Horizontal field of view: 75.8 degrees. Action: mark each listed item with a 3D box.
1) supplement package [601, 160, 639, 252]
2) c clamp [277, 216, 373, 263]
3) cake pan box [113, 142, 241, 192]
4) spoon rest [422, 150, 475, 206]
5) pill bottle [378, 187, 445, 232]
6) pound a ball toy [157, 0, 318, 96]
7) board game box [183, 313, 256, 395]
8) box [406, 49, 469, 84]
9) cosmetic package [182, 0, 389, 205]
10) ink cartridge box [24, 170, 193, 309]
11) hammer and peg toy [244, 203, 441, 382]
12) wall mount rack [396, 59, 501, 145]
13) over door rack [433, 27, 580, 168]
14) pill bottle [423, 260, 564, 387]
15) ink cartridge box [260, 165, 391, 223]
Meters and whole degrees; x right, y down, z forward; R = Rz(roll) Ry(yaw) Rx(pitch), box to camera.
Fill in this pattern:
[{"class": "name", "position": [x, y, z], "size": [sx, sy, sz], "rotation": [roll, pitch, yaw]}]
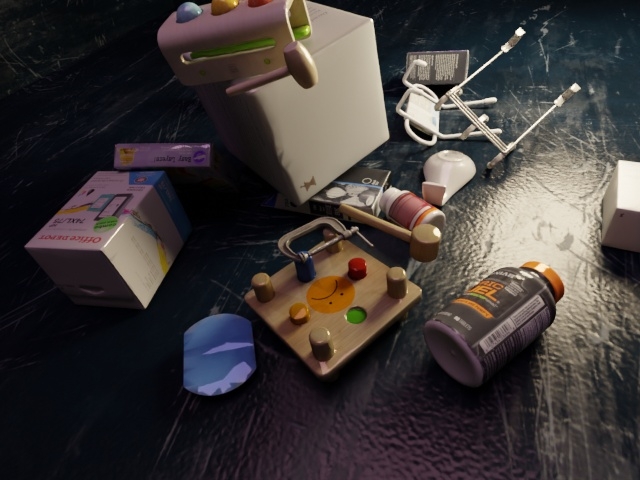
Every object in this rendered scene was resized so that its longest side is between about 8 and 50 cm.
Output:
[{"class": "supplement package", "position": [0.672, -0.073, 0.871], "size": [0.105, 0.105, 0.179], "rotation": [15, 48, 24]}, {"class": "c clamp", "position": [0.000, 0.000, 0.807], "size": [0.160, 0.022, 0.137], "rotation": [-24, 43, -14]}, {"class": "cake pan box", "position": [-0.363, -0.186, 1.097], "size": [0.245, 0.267, 0.070], "rotation": [3, 83, 4]}, {"class": "spoon rest", "position": [0.321, -0.163, 1.072], "size": [0.137, 0.084, 0.276], "rotation": [14, 35, 23]}, {"class": "pill bottle", "position": [0.211, -0.064, 0.968], "size": [0.086, 0.086, 0.152], "rotation": [-30, 47, -20]}, {"class": "pound a ball toy", "position": [-0.153, -0.380, 0.774], "size": [0.318, 0.136, 0.208], "rotation": [-1, 52, 19]}, {"class": "board game box", "position": [-0.192, 0.221, 0.791], "size": [0.133, 0.033, 0.169], "rotation": [-11, 48, -7]}, {"class": "box", "position": [0.415, -0.611, 1.458], "size": [0.206, 0.108, 0.153], "rotation": [4, 23, 16]}, {"class": "cosmetic package", "position": [-0.089, -0.370, 1.054], "size": [0.327, 0.329, 0.393], "rotation": [-38, 51, -15]}, {"class": "ink cartridge box", "position": [-0.470, -0.006, 0.963], "size": [0.198, 0.197, 0.270], "rotation": [2, 44, 14]}, {"class": "hammer and peg toy", "position": [0.056, 0.080, 0.820], "size": [0.361, 0.127, 0.266], "rotation": [-35, 46, -24]}, {"class": "wall mount rack", "position": [0.393, -0.417, 1.286], "size": [0.304, 0.130, 0.350], "rotation": [26, 47, -9]}, {"class": "over door rack", "position": [0.503, -0.381, 1.135], "size": [0.324, 0.108, 0.239], "rotation": [-41, 85, -6]}, {"class": "pill bottle", "position": [0.309, 0.131, 0.712], "size": [0.245, 0.131, 0.130], "rotation": [-30, 46, -20]}, {"class": "ink cartridge box", "position": [0.010, -0.140, 1.108], "size": [0.332, 0.065, 0.165], "rotation": [10, 47, 22]}]
